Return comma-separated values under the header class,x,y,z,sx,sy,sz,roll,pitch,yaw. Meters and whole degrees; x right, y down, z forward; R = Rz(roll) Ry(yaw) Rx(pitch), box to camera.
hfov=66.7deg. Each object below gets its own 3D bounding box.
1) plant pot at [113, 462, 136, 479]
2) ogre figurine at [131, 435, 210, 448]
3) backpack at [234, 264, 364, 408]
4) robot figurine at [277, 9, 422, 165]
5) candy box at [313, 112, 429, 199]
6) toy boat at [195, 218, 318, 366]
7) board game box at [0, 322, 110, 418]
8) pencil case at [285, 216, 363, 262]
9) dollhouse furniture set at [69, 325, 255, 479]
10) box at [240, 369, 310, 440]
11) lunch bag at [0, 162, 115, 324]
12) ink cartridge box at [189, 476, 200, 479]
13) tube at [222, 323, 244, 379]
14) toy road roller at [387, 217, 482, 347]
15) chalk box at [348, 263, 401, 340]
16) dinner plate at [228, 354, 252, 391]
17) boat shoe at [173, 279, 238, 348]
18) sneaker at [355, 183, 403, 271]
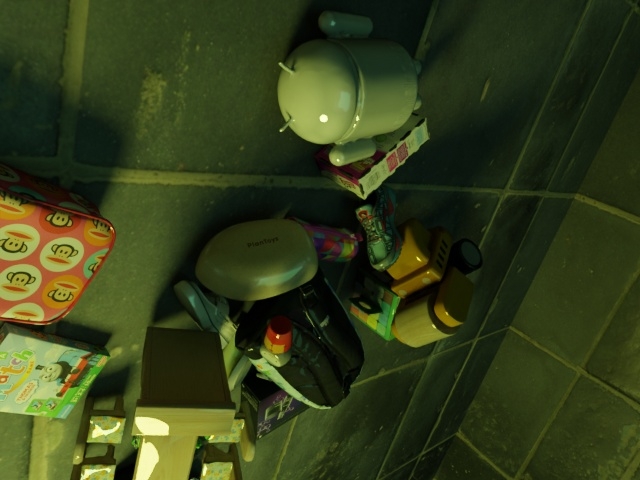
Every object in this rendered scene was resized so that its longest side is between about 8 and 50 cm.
class,x,y,z,sx,sy,sz,roll,pitch,yaw
plant pot,-0.442,0.663,1.216,0.187,0.188,0.167,-9,111,-41
ogre figurine,-0.360,0.453,1.206,0.097,0.197,0.118,-78,174,-71
backpack,-0.035,0.266,1.255,0.355,0.273,0.290,46,63,-20
robot figurine,0.058,-0.310,1.003,0.353,0.200,0.300,-19,109,-36
candy box,0.123,-0.223,1.164,0.233,0.159,0.071,-43,141,-13
toy boat,-0.123,0.103,1.038,0.267,0.318,0.148,-9,146,-16
board game box,-0.540,0.255,0.928,0.160,0.039,0.211,-54,140,-1
pencil case,0.000,0.000,1.247,0.236,0.104,0.104,6,112,-48
dollhouse furniture set,-0.310,0.419,1.006,0.362,0.256,0.394,9,108,-20
box,-0.104,0.444,1.449,0.261,0.103,0.184,-21,136,-35
lunch bag,-0.497,0.021,0.741,0.258,0.120,0.293,-57,142,3
ink cartridge box,-0.412,0.794,1.432,0.224,0.045,0.223,-43,138,-14
tube,-0.244,0.323,1.262,0.062,0.070,0.240,30,90,-11
toy road roller,0.266,0.095,1.316,0.202,0.240,0.329,-38,-161,48
chalk box,0.217,0.178,1.530,0.289,0.180,0.179,-17,128,-36
dinner plate,-0.211,0.348,1.293,0.141,0.017,0.141,-60,169,-19
boat shoe,-0.254,0.156,1.118,0.084,0.095,0.258,-43,150,-21
sneaker,0.135,-0.044,1.287,0.125,0.262,0.104,25,141,-39
